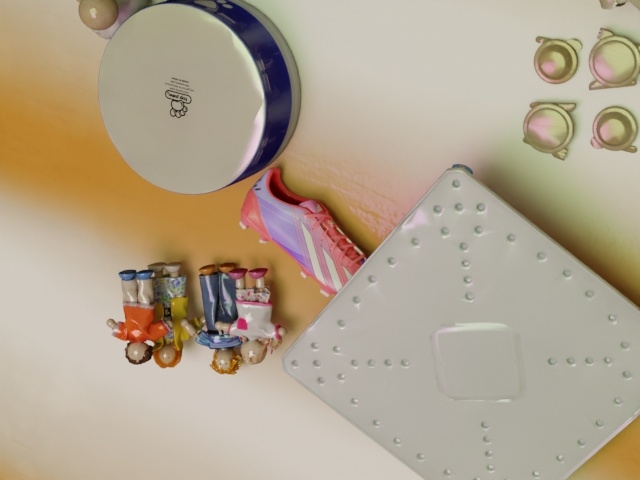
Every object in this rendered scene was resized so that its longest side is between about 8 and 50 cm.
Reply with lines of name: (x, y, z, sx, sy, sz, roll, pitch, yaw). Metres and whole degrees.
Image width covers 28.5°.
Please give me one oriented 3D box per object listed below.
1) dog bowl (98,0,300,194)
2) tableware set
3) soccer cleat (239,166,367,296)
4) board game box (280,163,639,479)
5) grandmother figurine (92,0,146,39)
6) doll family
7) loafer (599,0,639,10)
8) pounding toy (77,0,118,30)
dog bowl: (-0.167, -0.199, 1.711, 0.264, 0.104, 0.265, 8, 109, 24)
tableware set: (0.320, -0.177, 1.535, 0.141, 0.020, 0.169, 9, 110, 24)
soccer cleat: (0.000, 0.000, 1.712, 0.248, 0.083, 0.095, 36, 113, 14)
board game box: (0.207, 0.147, 1.631, 0.390, 0.050, 0.390, 38, 119, -4)
grandmother figurine: (-0.313, -0.443, 1.710, 0.207, 0.104, 0.342, -9, 105, 18)
doll family: (-0.172, 0.116, 1.827, 0.262, 0.118, 0.163, 0, 100, 7)
loafer: (0.338, -0.311, 1.436, 0.268, 0.102, 0.092, 37, 112, 10)
pounding toy: (-0.261, -0.404, 1.619, 0.183, 0.110, 0.237, 44, 86, -16)
